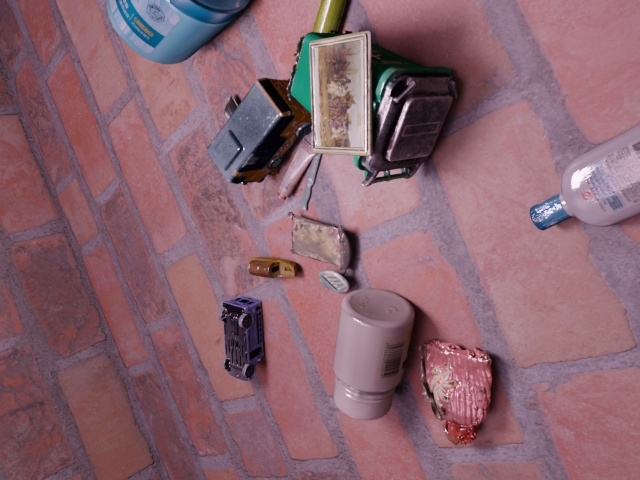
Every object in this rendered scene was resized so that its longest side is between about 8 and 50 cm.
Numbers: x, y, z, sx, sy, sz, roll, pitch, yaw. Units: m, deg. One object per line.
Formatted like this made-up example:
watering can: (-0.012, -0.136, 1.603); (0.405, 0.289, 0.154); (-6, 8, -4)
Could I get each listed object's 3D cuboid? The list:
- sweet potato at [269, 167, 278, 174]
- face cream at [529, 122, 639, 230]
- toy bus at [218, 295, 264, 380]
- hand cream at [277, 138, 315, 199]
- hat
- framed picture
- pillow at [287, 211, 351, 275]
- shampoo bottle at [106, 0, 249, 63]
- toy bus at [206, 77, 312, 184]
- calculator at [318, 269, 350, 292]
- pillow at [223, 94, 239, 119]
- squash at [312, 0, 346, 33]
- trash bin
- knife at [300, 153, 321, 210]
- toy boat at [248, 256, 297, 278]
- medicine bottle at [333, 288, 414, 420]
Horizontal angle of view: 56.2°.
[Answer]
sweet potato: (-0.189, -0.243, 1.960); (0.117, 0.049, 0.049); (17, 115, 35)
face cream: (0.590, -0.112, 1.237); (0.336, 0.080, 0.163); (-34, 81, 45)
toy bus: (-0.281, 0.359, 2.200); (0.125, 0.133, 0.292); (10, 109, 36)
hand cream: (-0.079, -0.216, 1.876); (0.067, 0.043, 0.210); (47, 124, 23)
hat: (0.364, 0.419, 1.619); (0.236, 0.107, 0.286); (4, 102, 53)
framed picture: (0.042, -0.333, 1.386); (0.217, 0.017, 0.274); (10, 106, 50)
pillow: (0.000, 0.000, 1.854); (0.255, 0.059, 0.169); (19, 127, 41)
shampoo bottle: (-0.433, -0.755, 1.821); (0.342, 0.331, 0.331); (-20, 90, 47)
toy bus: (-0.179, -0.323, 1.802); (0.323, 0.194, 0.162); (-45, 73, 32)
calculator: (0.040, 0.127, 1.852); (0.095, 0.021, 0.153); (44, 160, -11)
pillow: (-0.272, -0.407, 1.982); (0.136, 0.055, 0.091); (51, 164, 23)
squash: (0.022, -0.599, 1.623); (0.069, 0.069, 0.239); (40, 128, 27)
trash bin: (0.114, -0.349, 1.507); (0.381, 0.259, 0.295); (43, 130, 34)
knife: (-0.030, -0.183, 1.854); (0.028, 0.015, 0.210); (41, 128, 35)
toy boat: (-0.165, 0.095, 2.028); (0.226, 0.088, 0.068); (6, 107, 43)
medicine bottle: (0.143, 0.330, 1.729); (0.208, 0.208, 0.340); (26, 121, 35)
